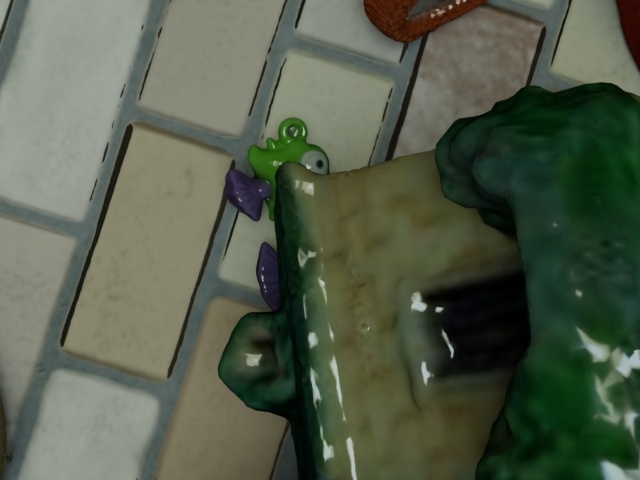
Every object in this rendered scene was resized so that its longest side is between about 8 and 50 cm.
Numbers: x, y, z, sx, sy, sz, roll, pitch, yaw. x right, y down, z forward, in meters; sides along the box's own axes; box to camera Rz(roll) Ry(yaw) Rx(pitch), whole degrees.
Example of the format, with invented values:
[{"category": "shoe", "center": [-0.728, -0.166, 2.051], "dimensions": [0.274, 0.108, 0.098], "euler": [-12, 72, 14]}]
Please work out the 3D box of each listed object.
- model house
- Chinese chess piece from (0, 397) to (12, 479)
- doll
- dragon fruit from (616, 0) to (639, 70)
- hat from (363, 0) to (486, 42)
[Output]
[{"category": "model house", "center": [0.070, 0.137, 0.568], "dimensions": [0.343, 0.335, 0.382], "euler": [-10, 76, 33]}, {"category": "Chinese chess piece", "center": [-0.364, 0.151, 0.697], "dimensions": [0.273, 0.102, 0.273], "euler": [0, 91, 0]}, {"category": "doll", "center": [0.000, 0.000, 0.732], "dimensions": [0.115, 0.050, 0.190], "euler": [-19, 98, -10]}, {"category": "dragon fruit", "center": [0.368, -0.199, 0.652], "dimensions": [0.306, 0.226, 0.305], "euler": [0, 93, 0]}, {"category": "hat", "center": [0.055, -0.239, 0.723], "dimensions": [0.112, 0.093, 0.162], "euler": [-30, 73, -11]}]
